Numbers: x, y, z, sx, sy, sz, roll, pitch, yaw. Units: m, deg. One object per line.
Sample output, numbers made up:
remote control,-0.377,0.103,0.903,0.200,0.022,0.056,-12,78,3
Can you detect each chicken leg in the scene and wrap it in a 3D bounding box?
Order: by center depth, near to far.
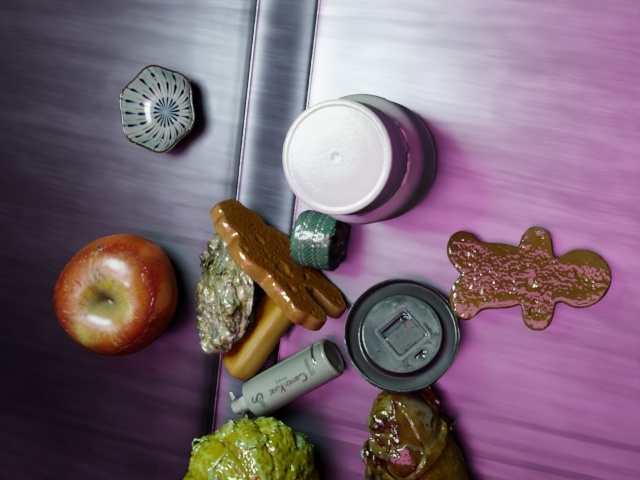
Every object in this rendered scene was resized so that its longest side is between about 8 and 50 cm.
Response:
chicken leg,0.204,0.456,1.573,0.211,0.140,0.361,-26,81,-10

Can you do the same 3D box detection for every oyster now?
oyster,-0.207,0.112,1.706,0.198,0.092,0.259,18,107,55

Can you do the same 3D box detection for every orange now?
orange,-0.129,0.506,1.646,0.300,0.223,0.301,18,90,-22

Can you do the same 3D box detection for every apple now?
apple,-0.431,0.116,1.751,0.252,0.206,0.272,18,103,6

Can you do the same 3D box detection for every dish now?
dish,-0.339,-0.281,1.756,0.191,0.066,0.190,1,92,19

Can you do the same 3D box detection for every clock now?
clock,0.158,0.186,1.589,0.226,0.049,0.226,-2,71,6

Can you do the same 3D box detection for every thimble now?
thimble,0.000,-0.002,1.627,0.090,0.135,0.118,12,93,18

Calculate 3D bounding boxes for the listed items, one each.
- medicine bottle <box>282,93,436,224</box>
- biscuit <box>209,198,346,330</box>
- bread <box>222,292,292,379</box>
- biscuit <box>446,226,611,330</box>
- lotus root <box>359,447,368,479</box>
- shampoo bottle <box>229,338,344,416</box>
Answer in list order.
medicine bottle,0.074,-0.150,1.501,0.241,0.302,0.241,2,95,18
biscuit,-0.093,0.048,1.629,0.334,0.202,0.047,46,114,8
bread,-0.114,0.186,1.712,0.239,0.074,0.092,-54,38,14
biscuit,0.391,0.072,1.539,0.301,0.049,0.197,-1,84,17
lotus root,0.131,0.494,1.649,0.088,0.088,0.165,-21,79,19
shampoo bottle,-0.078,0.300,1.706,0.262,0.085,0.085,-31,84,19
